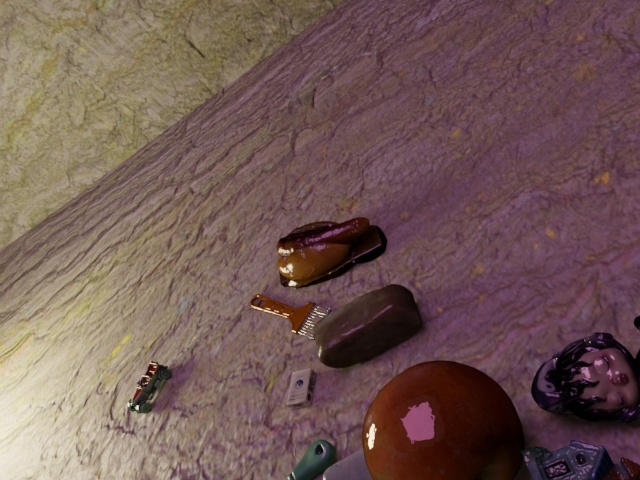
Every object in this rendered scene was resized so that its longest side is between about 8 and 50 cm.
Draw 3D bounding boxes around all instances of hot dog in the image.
[{"bbox_3d":[-0.002,0.005,1.669,0.326,0.107,0.194,-28,37,20],"label":"hot dog"}]

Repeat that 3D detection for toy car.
[{"bbox_3d":[-0.467,0.398,1.757,0.073,0.054,0.143,-2,50,45],"label":"toy car"}]

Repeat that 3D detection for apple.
[{"bbox_3d":[0.196,0.322,1.030,0.254,0.253,0.253,-27,37,23],"label":"apple"}]

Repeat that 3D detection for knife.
[{"bbox_3d":[-0.064,0.497,1.275,0.260,0.035,0.063,-49,41,2],"label":"knife"}]

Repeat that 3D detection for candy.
[{"bbox_3d":[0.097,0.183,1.384,0.234,0.102,0.104,-34,35,17],"label":"candy"}]

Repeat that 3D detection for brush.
[{"bbox_3d":[-0.091,0.179,1.653,0.314,0.017,0.090,11,61,51],"label":"brush"}]

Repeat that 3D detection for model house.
[{"bbox_3d":[0.384,0.349,0.916,0.149,0.119,0.148,-27,37,9],"label":"model house"}]

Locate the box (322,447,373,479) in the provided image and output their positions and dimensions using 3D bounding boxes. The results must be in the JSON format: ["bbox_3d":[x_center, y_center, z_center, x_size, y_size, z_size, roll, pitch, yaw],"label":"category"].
[{"bbox_3d":[0.091,0.488,1.114,0.142,0.044,0.285,-32,36,9],"label":"box"}]

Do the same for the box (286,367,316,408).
[{"bbox_3d":[-0.042,0.327,1.435,0.054,0.024,0.083,-21,41,32],"label":"box"}]

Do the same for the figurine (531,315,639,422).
[{"bbox_3d":[0.435,0.206,1.006,0.223,0.145,0.145,-20,39,15],"label":"figurine"}]
